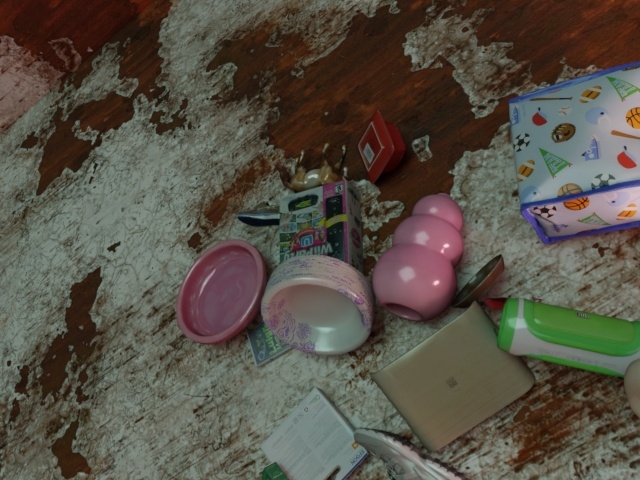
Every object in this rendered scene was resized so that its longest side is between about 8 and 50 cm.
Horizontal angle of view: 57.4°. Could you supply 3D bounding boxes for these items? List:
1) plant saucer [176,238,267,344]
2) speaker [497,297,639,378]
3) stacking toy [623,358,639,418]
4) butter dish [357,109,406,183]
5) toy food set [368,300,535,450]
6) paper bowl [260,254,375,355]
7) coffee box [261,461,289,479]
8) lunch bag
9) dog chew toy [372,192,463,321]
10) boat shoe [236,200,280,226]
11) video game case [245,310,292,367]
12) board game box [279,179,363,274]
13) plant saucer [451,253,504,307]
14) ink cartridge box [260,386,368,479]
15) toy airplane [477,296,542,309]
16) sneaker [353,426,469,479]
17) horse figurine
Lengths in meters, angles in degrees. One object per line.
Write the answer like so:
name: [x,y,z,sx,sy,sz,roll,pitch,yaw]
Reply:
plant saucer: [-0.285,0.159,1.756,0.332,0.084,0.331,-19,53,27]
speaker: [0.527,0.203,1.208,0.297,0.131,0.131,11,73,15]
stacking toy: [0.814,0.196,1.005,0.480,0.350,0.351,-43,53,-9]
butter dish: [0.191,-0.265,1.674,0.159,0.118,0.160,-59,41,48]
toy food set: [0.295,0.309,1.331,0.306,0.092,0.219,-37,87,9]
paper bowl: [0.000,0.151,1.494,0.285,0.284,0.148,-13,36,25]
coffee box: [-0.080,0.647,1.423,0.184,0.041,0.113,39,131,38]
lunch bag: [0.650,-0.198,1.298,0.386,0.239,0.327,-16,59,32]
dog chew toy: [0.259,0.029,1.450,0.207,0.206,0.331,10,66,33]
boat shoe: [-0.176,-0.085,1.838,0.183,0.066,0.066,3,65,21]
video game case: [-0.138,0.243,1.686,0.173,0.022,0.190,-32,56,15]
board game box: [0.000,0.000,1.672,0.224,0.097,0.303,-14,63,25]
plant saucer: [0.378,0.102,1.379,0.029,0.168,0.168,42,93,5]
ink cartridge box: [-0.013,0.527,1.468,0.223,0.045,0.224,-47,56,4]
toy airplane: [0.433,0.146,1.343,0.151,0.151,0.028,-3,81,29]
sneaker: [0.185,0.516,1.315,0.281,0.105,0.115,23,84,31]
horse figurine: [-0.021,-0.211,1.800,0.264,0.066,0.174,-9,58,24]
